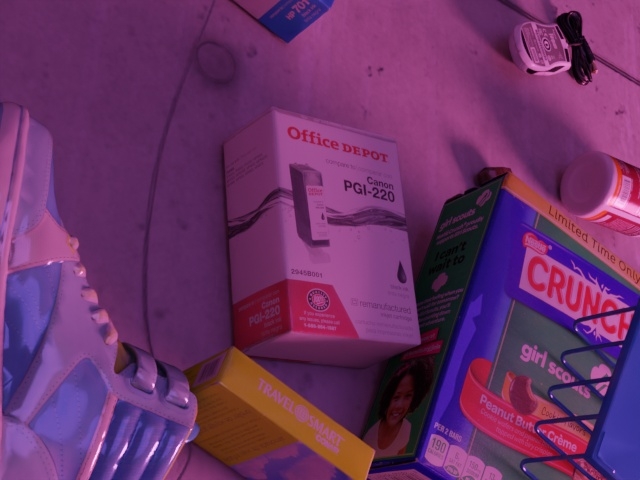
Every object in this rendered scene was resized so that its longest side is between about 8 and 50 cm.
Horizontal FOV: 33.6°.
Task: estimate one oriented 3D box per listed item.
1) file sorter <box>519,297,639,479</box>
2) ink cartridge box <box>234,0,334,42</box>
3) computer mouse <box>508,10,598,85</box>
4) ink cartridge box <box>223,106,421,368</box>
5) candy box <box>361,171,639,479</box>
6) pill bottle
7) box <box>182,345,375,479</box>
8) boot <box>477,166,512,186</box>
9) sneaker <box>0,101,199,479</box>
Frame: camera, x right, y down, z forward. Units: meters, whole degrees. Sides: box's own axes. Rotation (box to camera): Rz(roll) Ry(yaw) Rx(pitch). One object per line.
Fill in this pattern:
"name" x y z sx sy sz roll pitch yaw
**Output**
"file sorter" 0.270 0.159 0.959 0.118 0.104 0.170 41 58 -19
"ink cartridge box" -0.065 -0.322 1.094 0.190 0.082 0.140 36 52 -24
"computer mouse" 0.295 -0.251 1.385 0.193 0.042 0.106 -11 83 -47
"ink cartridge box" 0.000 0.000 1.000 0.158 0.092 0.218 10 63 -36
"candy box" 0.207 0.139 1.062 0.268 0.122 0.317 33 59 -21
"pill bottle" 0.383 -0.053 1.337 0.152 0.086 0.086 17 61 -34
"box" -0.040 0.165 0.882 0.178 0.109 0.042 39 49 -20
"boot" 0.238 -0.041 1.252 0.106 0.037 0.114 -8 72 -43
"sneaker" -0.187 0.065 0.800 0.208 0.127 0.319 12 74 -33
